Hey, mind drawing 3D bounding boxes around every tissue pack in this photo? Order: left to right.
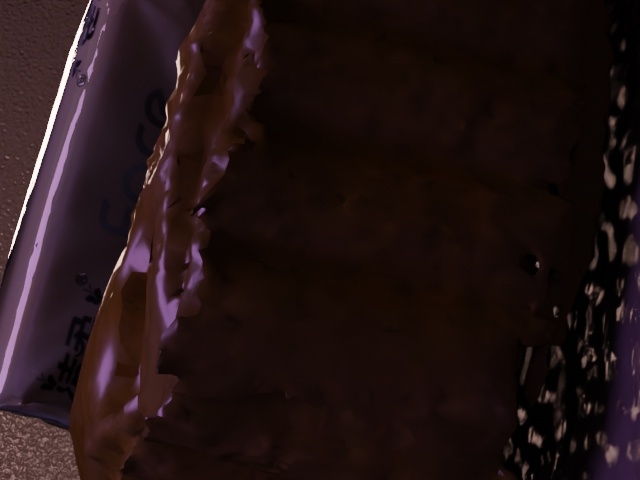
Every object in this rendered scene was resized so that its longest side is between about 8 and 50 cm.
[{"bbox_3d":[-0.155,-0.022,1.242,0.332,0.205,0.405,157,128,-74],"label":"tissue pack"}]

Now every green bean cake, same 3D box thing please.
[{"bbox_3d":[0.000,0.000,0.480,0.224,0.131,0.229,121,163,-64],"label":"green bean cake"}]
